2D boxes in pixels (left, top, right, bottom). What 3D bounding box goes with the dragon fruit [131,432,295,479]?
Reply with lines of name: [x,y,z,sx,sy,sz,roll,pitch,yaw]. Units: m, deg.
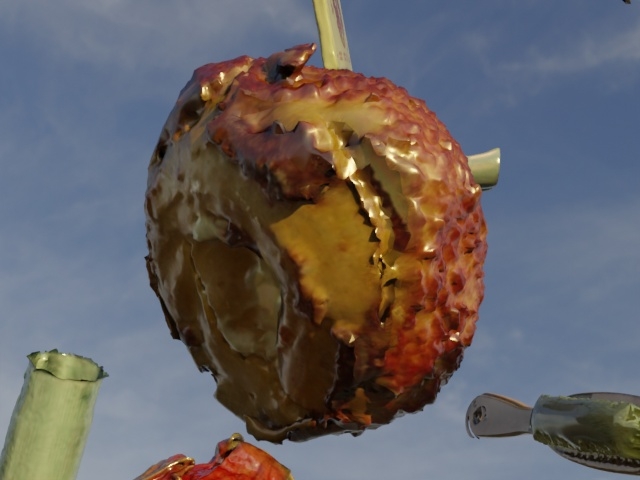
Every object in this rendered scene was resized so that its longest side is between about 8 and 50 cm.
dragon fruit: [-0.068,0.230,0.615,0.224,0.148,0.218,-7,-53,40]

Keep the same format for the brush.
brush: [0.216,0.175,0.813,0.067,0.071,0.313,23,-14,-16]

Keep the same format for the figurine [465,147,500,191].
figurine: [0.065,-0.100,1.200,0.382,0.205,0.224,4,0,21]

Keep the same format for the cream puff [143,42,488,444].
cream puff: [0.003,-0.001,0.708,0.350,0.229,0.350,26,-53,40]

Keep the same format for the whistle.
whistle: [-0.235,0.239,0.632,0.062,0.062,0.312,16,-85,-6]

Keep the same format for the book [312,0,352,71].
book: [0.003,-0.312,0.965,0.022,0.162,0.231,-10,-82,11]

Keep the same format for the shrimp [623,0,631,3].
shrimp: [-0.036,-0.181,0.230,0.343,0.145,0.116,46,-31,13]
